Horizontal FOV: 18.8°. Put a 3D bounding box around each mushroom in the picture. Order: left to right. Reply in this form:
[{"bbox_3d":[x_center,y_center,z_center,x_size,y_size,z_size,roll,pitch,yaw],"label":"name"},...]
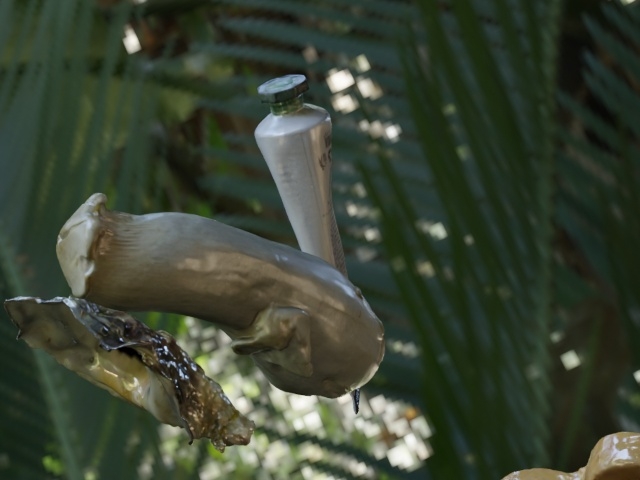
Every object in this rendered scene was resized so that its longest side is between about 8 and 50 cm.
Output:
[{"bbox_3d":[-0.057,0.035,1.296,0.096,0.099,0.278,-11,-25,41],"label":"mushroom"}]

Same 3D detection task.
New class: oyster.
[{"bbox_3d":[-0.220,0.139,2.261,0.100,0.275,0.271,-59,-25,-9],"label":"oyster"}]

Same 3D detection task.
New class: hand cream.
[{"bbox_3d":[0.000,0.000,1.931,0.076,0.336,0.121,-11,21,8],"label":"hand cream"}]

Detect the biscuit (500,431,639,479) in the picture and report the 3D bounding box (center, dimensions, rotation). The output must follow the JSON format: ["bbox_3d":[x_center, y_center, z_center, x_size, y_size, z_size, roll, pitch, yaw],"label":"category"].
[{"bbox_3d":[0.312,0.287,1.641,0.355,0.052,0.275,39,-46,-21],"label":"biscuit"}]
